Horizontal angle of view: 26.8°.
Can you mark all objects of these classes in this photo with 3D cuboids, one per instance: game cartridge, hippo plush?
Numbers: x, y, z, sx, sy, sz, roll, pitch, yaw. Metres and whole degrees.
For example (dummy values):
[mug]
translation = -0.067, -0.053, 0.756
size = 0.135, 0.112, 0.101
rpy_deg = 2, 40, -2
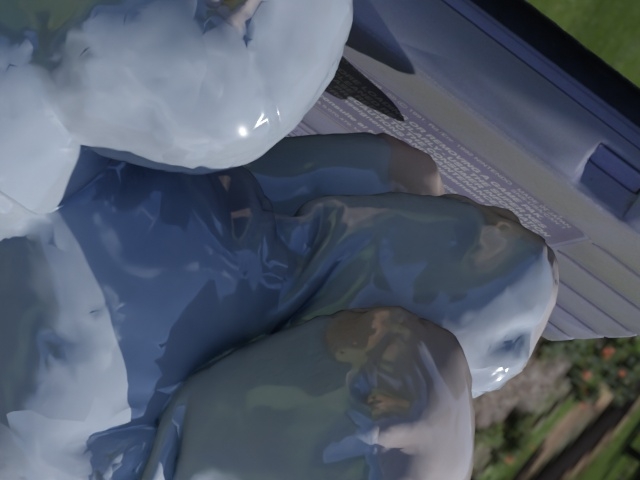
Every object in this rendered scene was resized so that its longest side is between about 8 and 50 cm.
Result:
[game cartridge]
translation = 0.028, -0.074, 0.625
size = 0.068, 0.355, 0.230
rpy_deg = -57, -171, -16
[hippo plush]
translation = -0.074, -0.033, 0.494
size = 0.234, 0.294, 0.236
rpy_deg = -77, 153, -59
